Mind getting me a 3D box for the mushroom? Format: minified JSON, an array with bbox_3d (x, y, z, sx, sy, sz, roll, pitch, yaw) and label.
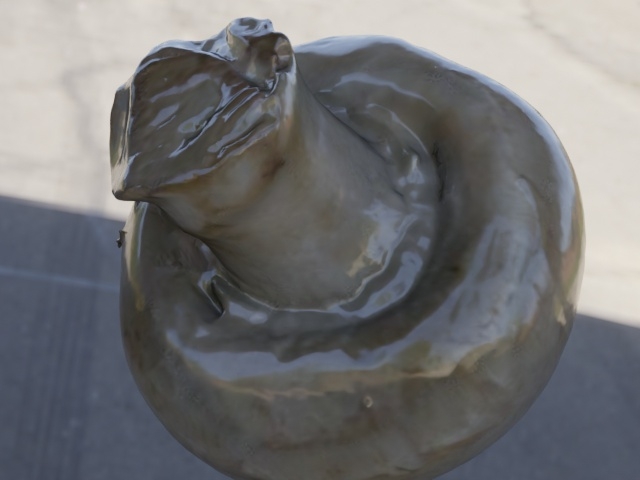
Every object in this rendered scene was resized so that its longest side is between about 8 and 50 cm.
[{"bbox_3d":[0.000,0.000,1.139,0.297,0.298,0.290,20,-12,31],"label":"mushroom"}]
